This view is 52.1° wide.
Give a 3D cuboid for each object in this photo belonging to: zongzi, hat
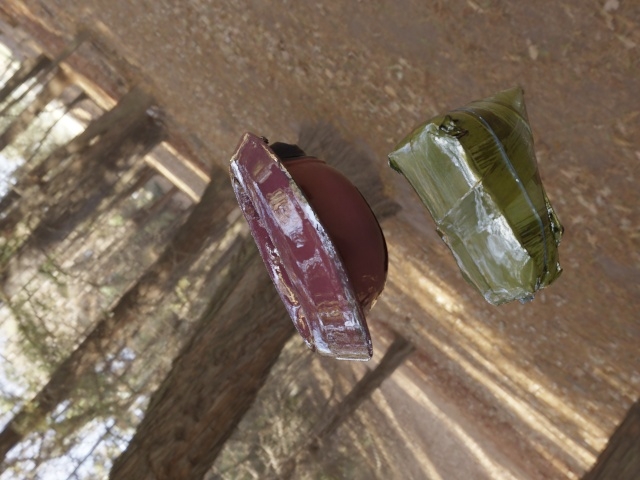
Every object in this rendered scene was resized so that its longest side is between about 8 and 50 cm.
[{"bbox_3d":[0.247,-0.066,0.838,0.125,0.274,0.251,-29,90,48],"label":"zongzi"},{"bbox_3d":[0.000,0.000,0.527,0.205,0.089,0.205,61,170,19],"label":"hat"}]
